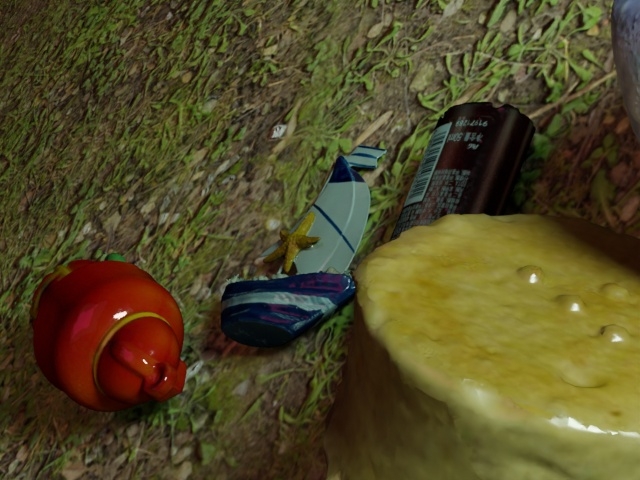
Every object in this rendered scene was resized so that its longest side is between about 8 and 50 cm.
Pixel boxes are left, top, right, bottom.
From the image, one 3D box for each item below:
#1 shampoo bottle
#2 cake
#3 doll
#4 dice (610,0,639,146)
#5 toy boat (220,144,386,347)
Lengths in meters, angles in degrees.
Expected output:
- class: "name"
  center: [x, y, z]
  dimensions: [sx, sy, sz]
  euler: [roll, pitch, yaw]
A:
- class: "shampoo bottle"
  center: [0.120, 0.012, 1.290]
  dimensions: [0.129, 0.084, 0.323]
  euler: [-6, 55, 49]
- class: "cake"
  center: [0.156, 0.177, 0.963]
  dimensions: [0.332, 0.332, 0.321]
  euler: [-121, 34, -54]
- class: "doll"
  center: [-0.262, 0.117, 1.557]
  dimensions: [0.182, 0.160, 0.363]
  euler: [-54, 34, -7]
- class: "dice"
  center: [0.385, -0.124, 0.885]
  dimensions: [0.271, 0.270, 0.270]
  euler: [-21, 19, 35]
- class: "toy boat"
  center: [0.000, 0.000, 1.482]
  dimensions: [0.220, 0.067, 0.291]
  euler: [-5, 43, 46]
